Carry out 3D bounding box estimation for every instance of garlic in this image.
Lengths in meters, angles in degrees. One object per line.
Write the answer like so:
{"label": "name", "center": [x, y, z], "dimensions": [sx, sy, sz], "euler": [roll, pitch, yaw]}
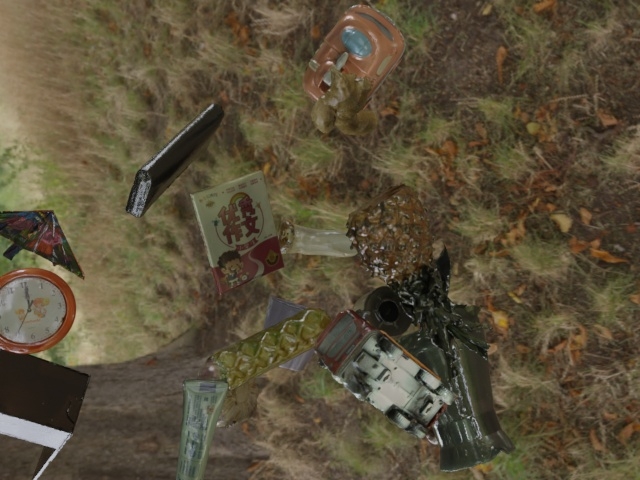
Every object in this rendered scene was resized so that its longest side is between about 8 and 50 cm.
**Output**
{"label": "garlic", "center": [-0.303, 0.462, 1.778], "dimensions": [0.161, 0.245, 0.244], "euler": [-5, 81, 32]}

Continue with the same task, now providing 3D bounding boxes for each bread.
{"label": "bread", "center": [-0.096, 0.223, 1.208], "dimensions": [0.087, 0.270, 0.098], "euler": [42, 152, 52]}

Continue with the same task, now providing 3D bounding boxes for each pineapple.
{"label": "pineapple", "center": [0.187, 0.076, 1.043], "dimensions": [0.166, 0.165, 0.364], "euler": [-21, 107, 46]}

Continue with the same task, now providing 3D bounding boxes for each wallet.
{"label": "wallet", "center": [-0.267, -0.150, 1.059], "dimensions": [0.149, 0.044, 0.250], "euler": [-48, 8, 48]}

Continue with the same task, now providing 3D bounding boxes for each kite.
{"label": "kite", "center": [-0.721, -0.013, 1.430], "dimensions": [0.016, 0.321, 0.234], "euler": [-51, 17, 27]}

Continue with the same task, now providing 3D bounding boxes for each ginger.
{"label": "ginger", "center": [0.063, -0.259, 1.100], "dimensions": [0.133, 0.214, 0.059], "euler": [-51, 60, 26]}

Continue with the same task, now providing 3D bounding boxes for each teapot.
{"label": "teapot", "center": [0.332, 0.398, 1.477], "dimensions": [0.300, 0.254, 0.343], "euler": [-47, 55, 59]}

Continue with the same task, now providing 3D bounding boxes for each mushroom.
{"label": "mushroom", "center": [0.000, 0.000, 1.323], "dimensions": [0.071, 0.209, 0.084], "euler": [-96, 12, -83]}

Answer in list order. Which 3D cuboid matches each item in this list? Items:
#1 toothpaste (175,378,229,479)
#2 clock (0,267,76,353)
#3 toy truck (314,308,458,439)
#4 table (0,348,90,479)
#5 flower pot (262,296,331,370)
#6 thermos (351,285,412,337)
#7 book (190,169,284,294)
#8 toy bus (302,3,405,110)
{"label": "toothpaste", "center": [-0.221, 0.359, 1.002], "dimensions": [0.069, 0.047, 0.268], "euler": [17, 110, 12]}
{"label": "clock", "center": [-0.692, 0.166, 1.350], "dimensions": [0.051, 0.205, 0.205], "euler": [-19, 70, 61]}
{"label": "toy truck", "center": [0.111, 0.216, 0.911], "dimensions": [0.114, 0.270, 0.135], "euler": [-50, 32, -3]}
{"label": "table", "center": [-0.815, 0.476, 1.531], "dimensions": [0.282, 0.251, 0.196], "euler": [-50, 28, 27]}
{"label": "flower pot", "center": [-0.119, 0.367, 2.222], "dimensions": [0.265, 0.265, 0.243], "euler": [16, 83, 49]}
{"label": "thermos", "center": [0.106, 0.178, 1.213], "dimensions": [0.193, 0.105, 0.137], "euler": [139, 149, -69]}
{"label": "book", "center": [-0.170, -0.017, 1.204], "dimensions": [0.022, 0.162, 0.231], "euler": [24, 130, 53]}
{"label": "toy bus", "center": [0.071, -0.453, 1.442], "dimensions": [0.194, 0.232, 0.287], "euler": [40, 110, 2]}
